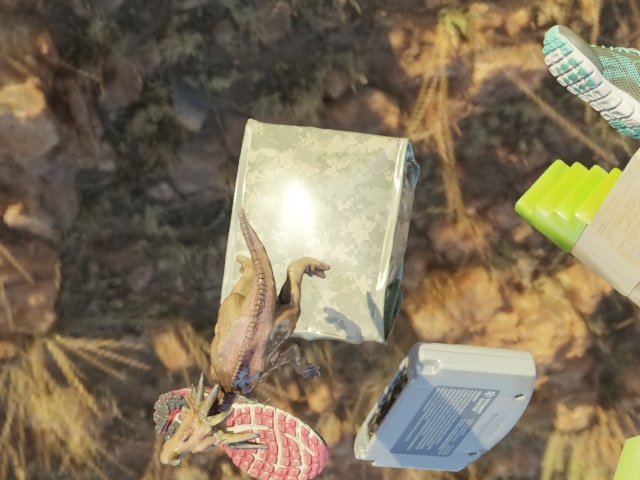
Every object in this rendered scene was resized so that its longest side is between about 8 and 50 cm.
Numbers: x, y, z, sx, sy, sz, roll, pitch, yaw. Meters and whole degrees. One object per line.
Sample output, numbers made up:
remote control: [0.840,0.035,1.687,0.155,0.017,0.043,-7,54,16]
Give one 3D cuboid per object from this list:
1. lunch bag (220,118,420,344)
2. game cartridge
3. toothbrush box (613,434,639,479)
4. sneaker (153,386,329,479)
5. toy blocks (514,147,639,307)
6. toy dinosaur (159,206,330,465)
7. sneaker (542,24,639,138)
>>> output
lunch bag: [0.000,0.000,1.642,0.235,0.287,0.169,8,167,12]
game cartridge: [0.184,0.243,1.722,0.198,0.062,0.297,3,142,-18]
toothbrush box: [0.478,0.307,1.386,0.206,0.122,0.283,23,164,1]
sneaker: [-0.117,0.294,1.919,0.112,0.299,0.121,-16,120,-62]
toy blocks: [0.313,0.014,0.669,0.191,0.381,0.261,-44,166,-20]
toy dinosaur: [-0.084,0.122,1.328,0.127,0.200,0.296,20,126,14]
sneaker: [0.309,-0.182,1.279,0.166,0.065,0.076,38,75,-19]
